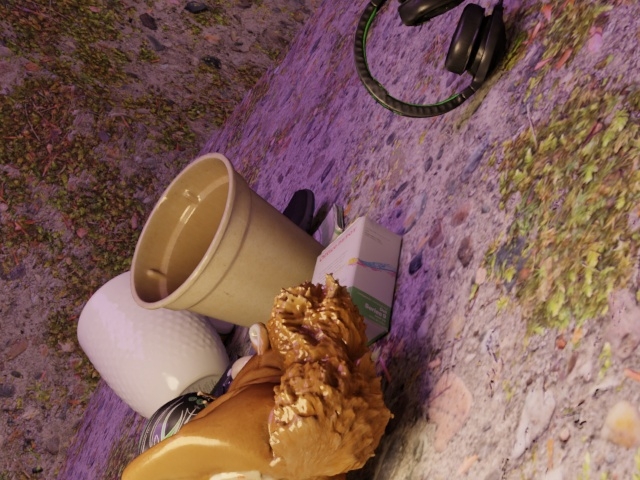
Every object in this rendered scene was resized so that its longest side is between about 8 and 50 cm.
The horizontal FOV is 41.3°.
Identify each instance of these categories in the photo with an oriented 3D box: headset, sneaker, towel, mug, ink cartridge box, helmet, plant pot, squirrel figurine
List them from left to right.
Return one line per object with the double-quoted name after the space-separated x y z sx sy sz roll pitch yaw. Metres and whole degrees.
-0.366 0.301 1.990 0.328 0.276 0.374 42 143 35 "mug"
-0.245 0.367 1.518 0.169 0.169 0.161 -51 0 30 "helmet"
-0.163 0.041 1.713 0.334 0.305 0.333 -34 40 35 "plant pot"
-0.121 0.019 1.936 0.340 0.140 0.125 -63 1 -13 "sneaker"
-0.043 0.249 1.248 0.397 0.281 0.370 -47 6 21 "squirrel figurine"
0.000 0.000 1.854 0.152 0.023 0.113 -52 19 26 "towel"
0.052 0.086 1.464 0.154 0.093 0.212 -43 26 43 "ink cartridge box"
0.236 -0.393 1.513 0.394 0.243 0.185 -44 0 7 "headset"

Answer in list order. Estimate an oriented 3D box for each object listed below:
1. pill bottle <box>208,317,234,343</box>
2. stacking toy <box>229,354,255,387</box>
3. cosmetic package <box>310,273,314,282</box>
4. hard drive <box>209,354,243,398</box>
-0.320 0.264 2.182 0.208 0.118 0.117 -55 19 20 "pill bottle"
-0.120 0.370 1.459 0.141 0.141 0.330 -39 32 51 "stacking toy"
0.013 0.087 1.625 0.115 0.060 0.041 -65 18 -16 "cosmetic package"
-0.199 0.412 1.711 0.237 0.064 0.339 -56 17 15 "hard drive"
